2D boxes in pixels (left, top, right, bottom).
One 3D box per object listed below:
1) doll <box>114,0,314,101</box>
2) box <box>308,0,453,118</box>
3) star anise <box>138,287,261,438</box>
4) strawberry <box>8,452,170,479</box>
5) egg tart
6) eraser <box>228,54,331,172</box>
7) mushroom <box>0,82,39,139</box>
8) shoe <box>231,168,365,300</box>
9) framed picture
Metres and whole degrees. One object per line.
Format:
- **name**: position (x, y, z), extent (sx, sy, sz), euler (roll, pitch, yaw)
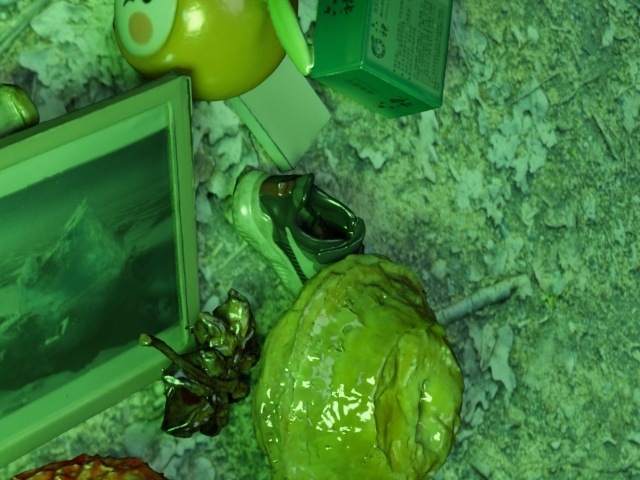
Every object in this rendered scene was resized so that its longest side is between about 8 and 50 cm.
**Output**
- **doll**: position (-0.098, -0.258, 1.958), extent (0.213, 0.236, 0.213), euler (10, 76, -47)
- **box**: position (0.080, -0.290, 2.254), extent (0.153, 0.092, 0.245), euler (25, 66, -41)
- **star anise**: position (-0.130, 0.144, 1.927), extent (0.234, 0.073, 0.177), euler (-23, 129, -53)
- **strawberry**: position (-0.209, 0.346, 1.645), extent (0.267, 0.351, 0.312), euler (11, 80, -36)
- **egg tart**: position (0.063, 0.175, 2.072), extent (0.341, 0.129, 0.341), euler (-7, 100, -50)
- **eraser**: position (-0.055, -0.168, 2.139), extent (0.150, 0.023, 0.104), euler (53, 50, -25)
- **mushroom**: position (-0.401, -0.103, 1.713), extent (0.312, 0.100, 0.081), euler (-8, 84, -46)
- **shoe**: position (0.000, 0.000, 2.098), extent (0.227, 0.112, 0.099), euler (43, 53, -30)
- **framed picture**: position (-0.274, 0.049, 1.784), extent (0.446, 0.028, 0.326), euler (-28, 124, -45)
